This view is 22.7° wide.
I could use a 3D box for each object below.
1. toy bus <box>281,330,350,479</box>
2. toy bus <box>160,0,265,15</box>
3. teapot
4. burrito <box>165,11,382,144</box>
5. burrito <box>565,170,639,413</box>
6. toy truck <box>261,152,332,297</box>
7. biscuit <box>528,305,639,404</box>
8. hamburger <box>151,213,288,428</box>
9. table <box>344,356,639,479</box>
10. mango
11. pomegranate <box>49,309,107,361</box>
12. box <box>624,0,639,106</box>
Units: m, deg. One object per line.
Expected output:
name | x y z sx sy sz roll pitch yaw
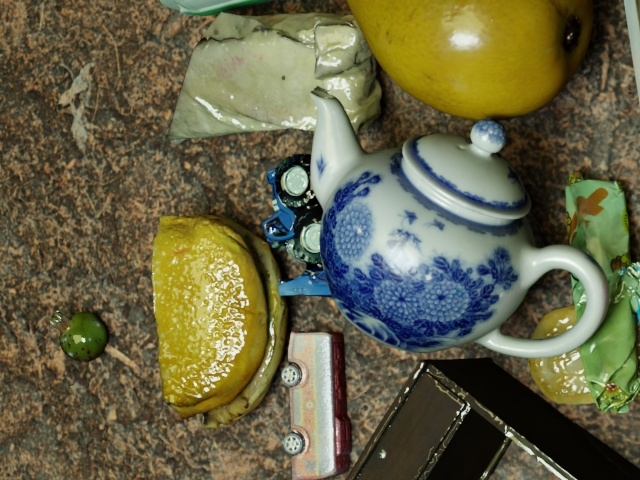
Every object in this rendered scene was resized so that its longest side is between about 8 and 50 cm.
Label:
toy bus | -0.005 0.209 2.016 0.077 0.065 0.192 -5 85 23
toy bus | -0.097 -0.387 2.062 0.276 0.133 0.165 -11 82 30
teapot | 0.138 -0.020 1.810 0.424 0.252 0.280 35 118 13
burrito | -0.073 -0.215 2.043 0.347 0.107 0.175 -1 111 34
burrito | 0.338 0.053 1.812 0.104 0.054 0.288 -11 71 27
toy truck | 0.000 0.000 1.996 0.126 0.113 0.208 -30 72 25
biscuit | 0.354 0.126 1.831 0.247 0.029 0.118 -9 82 29
hamburger | -0.118 0.099 2.046 0.156 0.144 0.283 -7 85 20
table | 0.197 0.312 1.817 0.282 0.196 0.251 38 105 26
mango | 0.155 -0.295 1.852 0.264 0.221 0.378 -38 54 -12
pomegranate | -0.334 0.133 2.199 0.073 0.084 0.073 -9 76 38
box | 0.399 -0.178 1.751 0.067 0.155 0.243 -11 80 31
